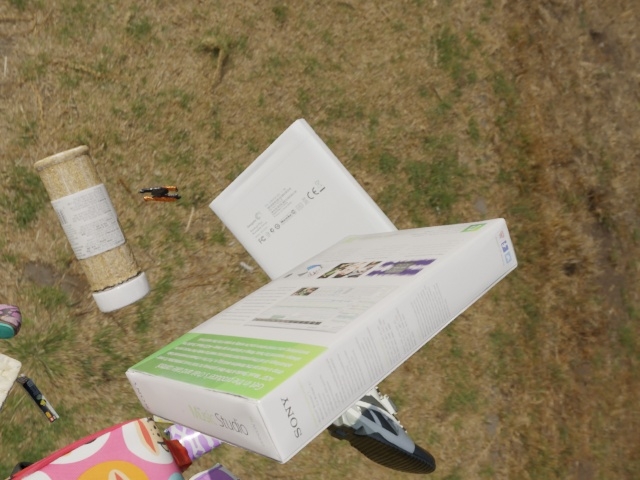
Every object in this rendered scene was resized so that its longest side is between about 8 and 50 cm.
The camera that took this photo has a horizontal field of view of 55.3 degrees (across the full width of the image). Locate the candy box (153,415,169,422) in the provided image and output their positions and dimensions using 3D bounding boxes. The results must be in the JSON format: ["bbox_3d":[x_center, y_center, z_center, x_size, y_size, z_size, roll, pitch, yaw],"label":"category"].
[{"bbox_3d":[-0.433,0.521,1.896,0.027,0.205,0.105,-47,134,-62],"label":"candy box"}]

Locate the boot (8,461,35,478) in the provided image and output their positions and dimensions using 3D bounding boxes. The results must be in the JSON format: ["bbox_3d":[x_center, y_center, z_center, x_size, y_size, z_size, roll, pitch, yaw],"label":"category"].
[{"bbox_3d":[-0.613,0.610,1.377,0.244,0.088,0.176,40,89,-16],"label":"boot"}]

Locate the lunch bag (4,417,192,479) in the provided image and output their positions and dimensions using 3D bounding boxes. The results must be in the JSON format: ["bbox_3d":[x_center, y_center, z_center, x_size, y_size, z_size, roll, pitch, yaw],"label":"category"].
[{"bbox_3d":[-0.239,0.279,0.580,0.258,0.293,0.120,-25,71,-36],"label":"lunch bag"}]

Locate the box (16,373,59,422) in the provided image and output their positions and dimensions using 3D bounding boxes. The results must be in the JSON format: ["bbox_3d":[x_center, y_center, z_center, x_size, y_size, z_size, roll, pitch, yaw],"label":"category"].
[{"bbox_3d":[-0.773,0.429,1.662,0.027,0.094,0.137,-39,111,-32],"label":"box"}]

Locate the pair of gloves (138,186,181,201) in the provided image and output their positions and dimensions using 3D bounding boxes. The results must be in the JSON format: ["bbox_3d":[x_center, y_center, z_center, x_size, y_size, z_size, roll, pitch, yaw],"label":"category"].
[{"bbox_3d":[-0.313,-0.089,1.194,0.074,0.083,0.010,-3,77,-5],"label":"pair of gloves"}]

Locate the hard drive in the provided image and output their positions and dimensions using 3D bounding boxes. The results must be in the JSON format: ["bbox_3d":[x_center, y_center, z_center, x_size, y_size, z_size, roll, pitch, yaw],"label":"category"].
[{"bbox_3d":[0.000,0.000,1.065,0.353,0.233,0.047,50,23,-1],"label":"hard drive"}]

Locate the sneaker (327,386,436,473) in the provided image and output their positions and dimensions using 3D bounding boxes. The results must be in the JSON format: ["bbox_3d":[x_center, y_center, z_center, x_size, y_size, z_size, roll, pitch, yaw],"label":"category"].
[{"bbox_3d":[0.104,0.348,1.233,0.330,0.122,0.146,33,52,-7],"label":"sneaker"}]

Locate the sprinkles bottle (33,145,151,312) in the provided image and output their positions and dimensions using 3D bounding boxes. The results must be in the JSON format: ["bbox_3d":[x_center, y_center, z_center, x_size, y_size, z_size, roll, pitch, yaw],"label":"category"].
[{"bbox_3d":[-0.496,-0.023,1.340,0.121,0.121,0.356,-27,104,-27],"label":"sprinkles bottle"}]

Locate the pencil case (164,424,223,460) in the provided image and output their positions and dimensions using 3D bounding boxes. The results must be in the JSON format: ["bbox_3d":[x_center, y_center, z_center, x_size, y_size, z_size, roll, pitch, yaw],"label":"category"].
[{"bbox_3d":[-0.195,0.363,1.199,0.206,0.086,0.088,-24,133,-15],"label":"pencil case"}]

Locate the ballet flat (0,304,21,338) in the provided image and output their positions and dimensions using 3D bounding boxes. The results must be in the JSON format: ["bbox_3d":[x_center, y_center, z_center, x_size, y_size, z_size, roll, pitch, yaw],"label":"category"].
[{"bbox_3d":[-0.686,0.144,1.157,0.221,0.077,0.079,5,38,-21],"label":"ballet flat"}]

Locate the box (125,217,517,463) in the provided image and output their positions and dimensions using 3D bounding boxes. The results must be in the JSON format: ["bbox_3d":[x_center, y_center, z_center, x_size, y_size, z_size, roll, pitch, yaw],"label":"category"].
[{"bbox_3d":[0.005,0.073,0.586,0.322,0.232,0.059,-29,104,-36],"label":"box"}]

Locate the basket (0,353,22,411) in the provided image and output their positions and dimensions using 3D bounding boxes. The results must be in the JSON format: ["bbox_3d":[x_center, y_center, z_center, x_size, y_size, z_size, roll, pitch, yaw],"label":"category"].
[{"bbox_3d":[-0.960,0.420,1.486,0.331,0.266,0.328,30,45,-22],"label":"basket"}]

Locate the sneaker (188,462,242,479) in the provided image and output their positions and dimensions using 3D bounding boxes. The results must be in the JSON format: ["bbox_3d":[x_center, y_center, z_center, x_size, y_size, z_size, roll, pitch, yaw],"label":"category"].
[{"bbox_3d":[-0.156,0.388,0.728,0.161,0.102,0.282,50,20,-7],"label":"sneaker"}]
